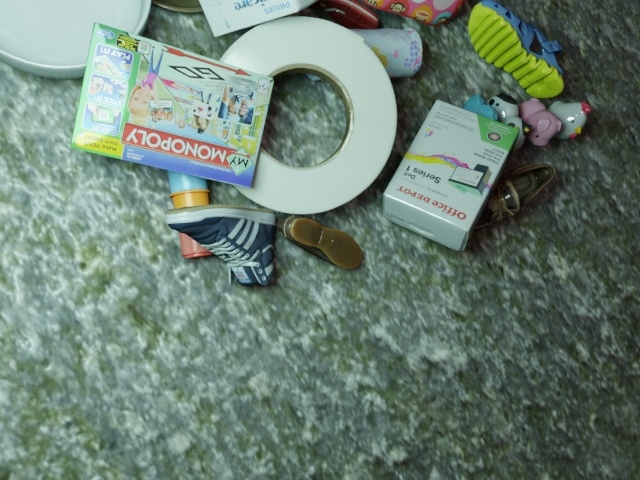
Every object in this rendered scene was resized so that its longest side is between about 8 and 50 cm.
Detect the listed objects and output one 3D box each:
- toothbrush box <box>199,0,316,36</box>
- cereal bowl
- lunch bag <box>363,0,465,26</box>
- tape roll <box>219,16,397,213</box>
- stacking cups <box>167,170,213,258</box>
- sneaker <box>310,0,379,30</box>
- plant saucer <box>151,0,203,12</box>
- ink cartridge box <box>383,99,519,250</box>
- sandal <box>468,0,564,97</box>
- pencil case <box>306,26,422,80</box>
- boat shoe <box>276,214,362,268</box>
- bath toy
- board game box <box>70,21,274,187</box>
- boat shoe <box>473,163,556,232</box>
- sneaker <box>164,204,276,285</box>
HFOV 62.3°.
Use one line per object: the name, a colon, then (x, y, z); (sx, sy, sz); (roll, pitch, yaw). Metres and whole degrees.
toothbrush box: (-0.148, -0.559, 0.976); (0.126, 0.217, 0.295); (-52, 130, -43)
cereal bowl: (-0.486, -0.451, 0.971); (0.339, 0.141, 0.338); (2, 83, -20)
lunch bag: (0.236, -0.628, 1.170); (0.293, 0.258, 0.120); (3, 56, -33)
tape roll: (-0.038, -0.248, 1.078); (0.393, 0.072, 0.391); (-1, 98, -4)
stacking cups: (-0.257, -0.124, 1.051); (0.096, 0.096, 0.315); (-10, 91, -21)
sneaker: (0.049, -0.579, 1.212); (0.221, 0.087, 0.127); (22, 78, -17)
plant saucer: (-0.300, -0.603, 1.112); (0.278, 0.041, 0.277); (3, 82, -20)
ink cartridge box: (0.289, -0.147, 1.189); (0.202, 0.117, 0.278); (26, 73, 16)
sandal: (0.509, -0.506, 1.360); (0.317, 0.126, 0.138); (33, 70, -22)
pencil case: (0.093, -0.423, 1.195); (0.273, 0.124, 0.113); (-7, 129, -20)
boat shoe: (0.000, 0.000, 1.129); (0.207, 0.073, 0.073); (31, 76, -35)
bath toy: (0.533, -0.301, 1.333); (0.349, 0.129, 0.151); (-5, 85, -21)
board game box: (-0.259, -0.232, 0.957); (0.318, 0.046, 0.213); (11, 95, -23)
boat shoe: (0.424, -0.104, 1.270); (0.342, 0.123, 0.123); (-22, 91, -21)
sneaker: (-0.173, 0.014, 0.994); (0.282, 0.099, 0.153); (1, 88, -61)
